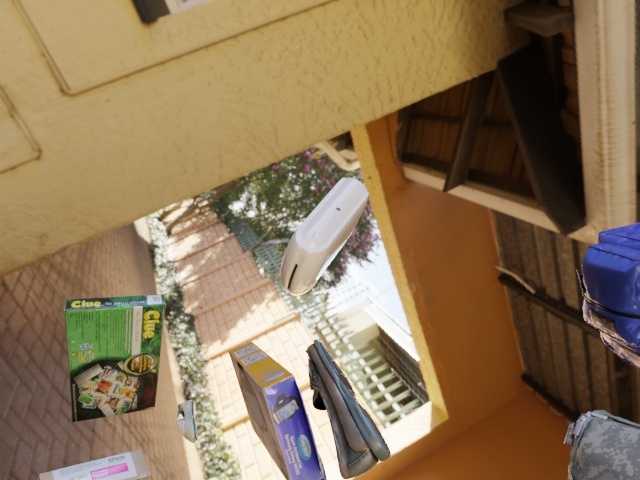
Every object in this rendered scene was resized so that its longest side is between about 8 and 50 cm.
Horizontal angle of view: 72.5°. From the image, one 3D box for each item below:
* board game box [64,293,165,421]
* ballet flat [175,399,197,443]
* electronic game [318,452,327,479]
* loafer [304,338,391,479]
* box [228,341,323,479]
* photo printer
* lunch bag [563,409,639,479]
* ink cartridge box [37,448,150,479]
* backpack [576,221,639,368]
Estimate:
[{"bbox_3d":[-0.331,0.195,0.708,0.030,0.136,0.260,-120,-141,-48],"label":"board game box"},{"bbox_3d":[-0.352,0.478,1.144,0.168,0.052,0.057,-155,-119,-70],"label":"ballet flat"},{"bbox_3d":[-0.009,0.487,0.762,0.229,0.048,0.229,-10,90,-82],"label":"electronic game"},{"bbox_3d":[0.018,0.273,0.744,0.096,0.084,0.267,56,-5,-33],"label":"loafer"},{"bbox_3d":[-0.039,0.136,0.352,0.136,0.028,0.081,-1,-75,69],"label":"box"},{"bbox_3d":[0.000,0.000,1.213,0.107,0.307,0.256,33,-35,8],"label":"photo printer"},{"bbox_3d":[0.592,0.452,0.744,0.305,0.212,0.256,164,-68,-67],"label":"lunch bag"},{"bbox_3d":[-0.562,0.627,1.059,0.088,0.234,0.193,45,-62,41],"label":"ink cartridge box"},{"bbox_3d":[0.282,0.053,0.372,0.098,0.101,0.120,-109,-173,-76],"label":"backpack"}]
